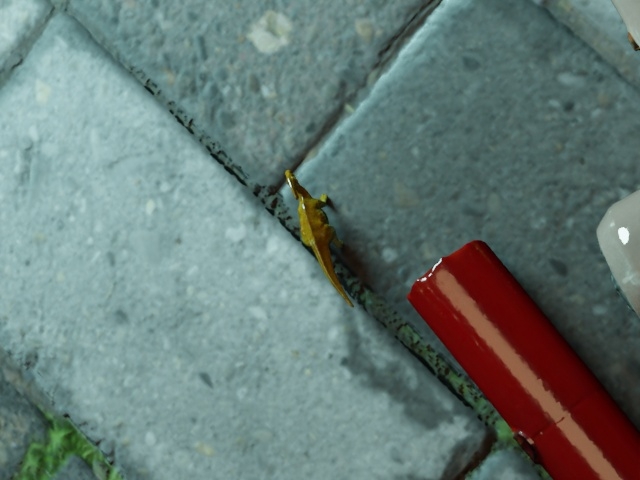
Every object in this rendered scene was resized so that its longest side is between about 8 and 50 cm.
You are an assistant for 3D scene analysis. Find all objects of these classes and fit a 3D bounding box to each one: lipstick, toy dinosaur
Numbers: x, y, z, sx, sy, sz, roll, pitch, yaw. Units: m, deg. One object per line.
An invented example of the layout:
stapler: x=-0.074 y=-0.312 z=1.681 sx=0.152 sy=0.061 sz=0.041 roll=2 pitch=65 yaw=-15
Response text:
lipstick: x=0.170 y=0.125 z=0.925 sx=0.073 sy=0.073 sz=0.279 roll=-42 pitch=74 yaw=14
toy dinosaur: x=0.001 y=-0.001 z=1.008 sx=0.026 sy=0.041 sz=0.113 roll=-25 pitch=84 yaw=14

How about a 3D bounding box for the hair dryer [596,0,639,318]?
hair dryer: x=0.232 y=-0.119 z=0.912 sx=0.189 sy=0.107 sz=0.344 roll=-31 pitch=69 yaw=18
